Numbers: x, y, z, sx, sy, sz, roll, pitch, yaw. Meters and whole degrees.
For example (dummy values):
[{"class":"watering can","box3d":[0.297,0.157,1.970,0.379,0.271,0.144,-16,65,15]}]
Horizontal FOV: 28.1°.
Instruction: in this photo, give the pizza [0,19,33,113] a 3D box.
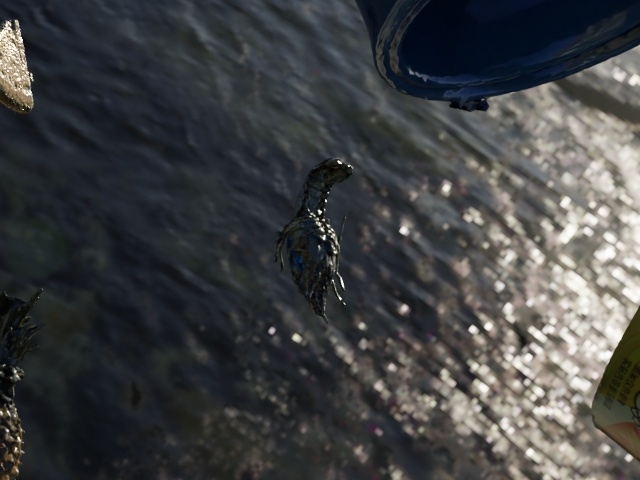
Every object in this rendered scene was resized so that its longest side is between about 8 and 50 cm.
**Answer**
[{"class":"pizza","box3d":[-0.266,-0.148,1.069,0.083,0.025,0.078,56,30,-56]}]

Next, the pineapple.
[{"class":"pineapple","box3d":[-0.192,0.086,0.729,0.058,0.058,0.124,16,67,-30]}]

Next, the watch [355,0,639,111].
[{"class":"watch","box3d":[0.094,-0.140,0.507,0.200,0.196,0.171,-14,65,-24]}]

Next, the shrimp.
[{"class":"shrimp","box3d":[-0.003,0.000,1.320,0.082,0.076,0.174,30,56,-36]}]

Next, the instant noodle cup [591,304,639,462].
[{"class":"instant noodle cup","box3d":[0.316,0.093,0.850,0.200,0.264,0.264,32,25,22]}]
